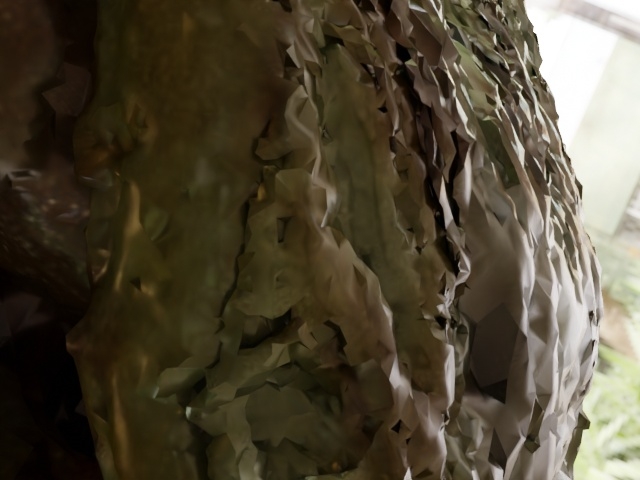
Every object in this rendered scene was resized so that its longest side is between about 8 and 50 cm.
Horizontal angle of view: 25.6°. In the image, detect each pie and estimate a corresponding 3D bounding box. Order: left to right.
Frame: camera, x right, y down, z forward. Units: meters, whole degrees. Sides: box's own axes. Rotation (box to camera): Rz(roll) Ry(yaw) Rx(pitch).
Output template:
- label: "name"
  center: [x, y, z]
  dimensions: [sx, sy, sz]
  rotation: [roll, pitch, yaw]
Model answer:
- label: "pie"
  center: [0.012, 0.006, 0.519]
  dimensions: [0.418, 0.180, 0.395]
  rotation: [-34, -67, -61]
